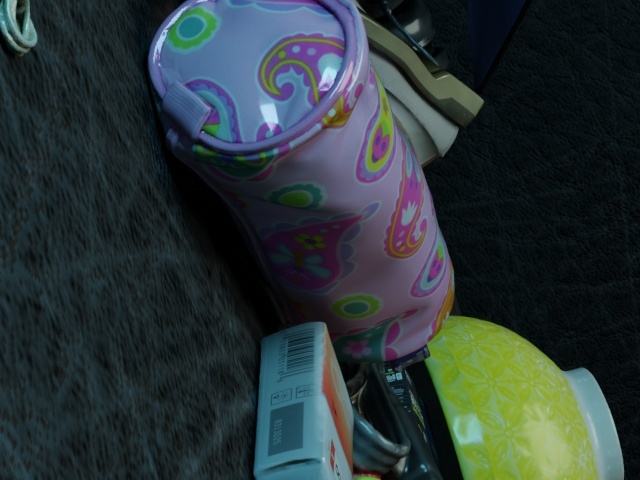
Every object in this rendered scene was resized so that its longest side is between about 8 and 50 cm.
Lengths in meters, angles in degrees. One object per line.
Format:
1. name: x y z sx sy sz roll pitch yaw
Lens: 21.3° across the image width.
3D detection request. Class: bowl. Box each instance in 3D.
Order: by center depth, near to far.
1. bowl: 0.182 0.191 1.545 0.289 0.156 0.289 165 -90 -86

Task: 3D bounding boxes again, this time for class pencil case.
1. pencil case: -0.002 -0.027 0.962 0.284 0.124 0.124 65 12 -58

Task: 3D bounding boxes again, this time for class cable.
1. cable: 0.018 0.117 1.170 0.139 0.072 0.287 48 9 -35

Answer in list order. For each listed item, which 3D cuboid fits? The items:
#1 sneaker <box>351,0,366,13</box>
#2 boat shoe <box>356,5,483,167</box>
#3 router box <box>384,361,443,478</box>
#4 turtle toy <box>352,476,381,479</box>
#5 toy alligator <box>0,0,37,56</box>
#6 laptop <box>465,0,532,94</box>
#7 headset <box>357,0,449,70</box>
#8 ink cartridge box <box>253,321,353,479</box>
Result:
1. sneaker: -0.019 -0.170 1.287 0.129 0.111 0.297 -22 99 -60
2. boat shoe: 0.004 -0.109 1.149 0.113 0.103 0.302 41 9 38
3. router box: 0.071 0.165 1.419 0.122 0.038 0.092 62 14 -61
4. turtle toy: 0.014 0.159 0.798 0.095 0.066 0.130 -99 -153 -44
5. toy alligator: -0.116 -0.164 0.614 0.056 0.051 0.189 -73 147 -76
6. laptop: 0.021 -0.337 1.095 0.408 0.236 0.382 7 70 -40
7. headset: 0.017 -0.212 1.593 0.394 0.185 0.243 -120 -169 -50
8. ink cartridge box: 0.010 0.156 0.949 0.145 0.045 0.179 -90 160 -64
